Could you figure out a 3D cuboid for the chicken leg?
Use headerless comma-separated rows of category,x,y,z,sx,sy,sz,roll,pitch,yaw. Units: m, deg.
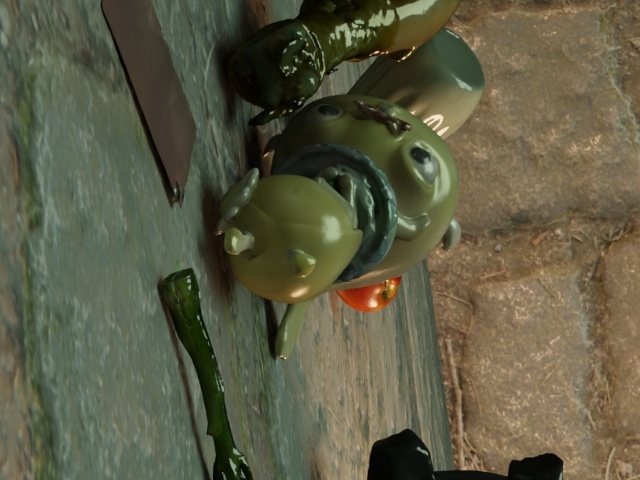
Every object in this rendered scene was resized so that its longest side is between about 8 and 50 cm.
chicken leg,0.030,-0.238,1.455,0.153,0.201,0.429,49,41,-3

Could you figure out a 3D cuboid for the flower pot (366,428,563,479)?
flower pot,0.152,0.368,1.462,0.299,0.299,0.283,-72,159,-70

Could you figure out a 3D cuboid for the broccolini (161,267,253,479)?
broccolini,-0.087,0.146,1.064,0.057,0.071,0.254,-31,112,-34

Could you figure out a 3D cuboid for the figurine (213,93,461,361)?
figurine,0.000,0.000,1.333,0.394,0.226,0.275,-31,141,-73

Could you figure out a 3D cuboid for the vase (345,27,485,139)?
vase,0.079,-0.147,1.675,0.128,0.248,0.128,31,38,-28

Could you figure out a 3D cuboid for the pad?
pad,-0.130,-0.129,1.071,0.113,0.006,0.188,-85,163,-50

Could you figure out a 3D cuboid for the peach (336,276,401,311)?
peach,0.056,0.041,1.816,0.101,0.100,0.101,-8,90,-81
